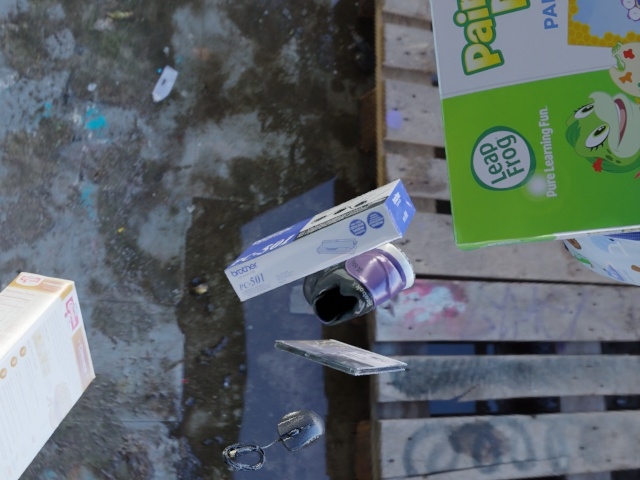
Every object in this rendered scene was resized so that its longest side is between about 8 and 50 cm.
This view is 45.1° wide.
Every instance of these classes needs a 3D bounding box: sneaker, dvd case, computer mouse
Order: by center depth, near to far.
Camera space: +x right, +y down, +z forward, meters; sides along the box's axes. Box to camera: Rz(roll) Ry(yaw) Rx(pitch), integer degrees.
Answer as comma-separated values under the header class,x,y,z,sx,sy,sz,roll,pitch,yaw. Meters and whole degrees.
class,x,y,z,sx,sy,sz,roll,pitch,yaw
sneaker,0.018,0.077,1.201,0.124,0.283,0.107,-36,95,-28
computer mouse,-0.076,0.357,1.388,0.242,0.041,0.071,-11,68,-48
dvd case,0.042,0.209,1.399,0.221,0.165,0.018,14,90,-61

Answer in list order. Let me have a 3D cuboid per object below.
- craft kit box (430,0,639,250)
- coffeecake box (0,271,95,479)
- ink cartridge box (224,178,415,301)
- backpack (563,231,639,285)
class,x,y,z,sx,sy,sz,roll,pitch,yaw
craft kit box,0.184,-0.130,0.417,0.247,0.061,0.249,-7,86,16
coffeecake box,-0.316,0.145,0.787,0.068,0.142,0.185,9,35,13
ink cartridge box,0.000,0.000,0.878,0.046,0.207,0.097,62,23,-11
backpack,0.279,-0.081,0.570,0.213,0.263,0.276,41,65,-29
